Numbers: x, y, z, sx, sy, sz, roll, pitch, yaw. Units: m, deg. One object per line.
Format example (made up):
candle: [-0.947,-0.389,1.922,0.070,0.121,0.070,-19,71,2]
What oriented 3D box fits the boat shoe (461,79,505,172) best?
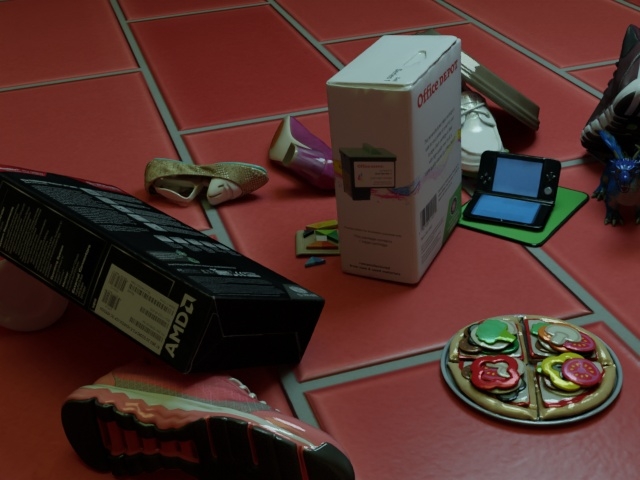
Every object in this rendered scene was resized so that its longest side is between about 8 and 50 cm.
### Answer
boat shoe: [0.237,-0.200,1.514,0.098,0.096,0.277,-6,30,-8]

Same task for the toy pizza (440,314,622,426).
toy pizza: [0.237,0.134,1.034,0.201,0.032,0.201,-3,30,2]

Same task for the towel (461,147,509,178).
towel: [0.224,-0.141,1.537,0.152,0.023,0.113,20,39,31]

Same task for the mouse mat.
mouse mat: [0.299,-0.049,1.378,0.153,0.007,0.190,18,37,33]

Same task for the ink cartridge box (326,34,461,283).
ink cartridge box: [0.107,-0.115,1.232,0.117,0.278,0.201,9,33,24]

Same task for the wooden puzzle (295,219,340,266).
wooden puzzle: [0.000,0.000,1.313,0.079,0.014,0.116,-7,30,-7]

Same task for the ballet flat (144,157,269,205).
ballet flat: [-0.184,-0.086,1.450,0.206,0.073,0.067,3,57,16]

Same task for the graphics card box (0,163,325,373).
graphics card box: [-0.204,0.027,1.058,0.371,0.094,0.233,25,8,27]

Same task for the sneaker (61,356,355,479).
sneaker: [-0.102,0.174,0.917,0.314,0.116,0.136,10,31,22]

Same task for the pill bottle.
pill bottle: [-0.381,0.028,1.207,0.108,0.108,0.180,-8,30,-8]

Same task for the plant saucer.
plant saucer: [0.276,-0.287,1.599,0.278,0.041,0.278,34,14,-10]

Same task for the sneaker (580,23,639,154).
sneaker: [0.486,-0.238,1.415,0.106,0.162,0.281,12,-11,2]

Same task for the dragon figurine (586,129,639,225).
dragon figurine: [0.448,-0.116,1.340,0.085,0.144,0.289,2,30,9]

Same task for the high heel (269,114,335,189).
high heel: [-0.014,-0.145,1.536,0.117,0.082,0.244,23,9,-18]

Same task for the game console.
game console: [0.283,-0.077,1.354,0.122,0.107,0.071,11,5,22]
